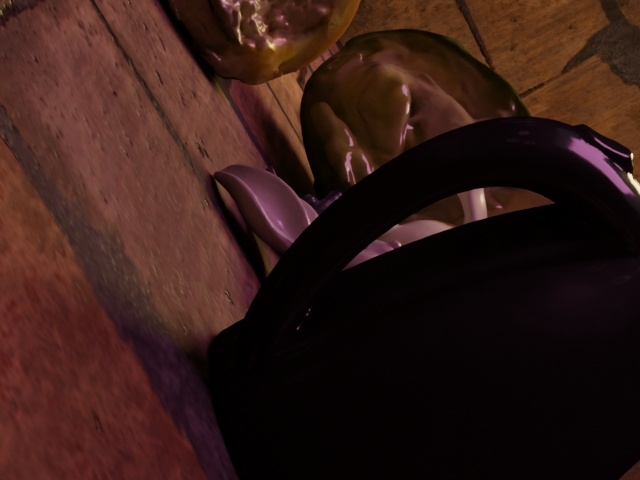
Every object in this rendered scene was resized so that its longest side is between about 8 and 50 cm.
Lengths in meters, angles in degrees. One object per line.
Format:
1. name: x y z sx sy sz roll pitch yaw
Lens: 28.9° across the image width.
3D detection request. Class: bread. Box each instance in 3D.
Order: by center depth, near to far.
1. bread: -0.080 -0.336 1.264 0.315 0.211 0.270 61 7 -27

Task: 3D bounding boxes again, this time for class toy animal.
1. toy animal: 0.012 0.015 1.004 0.220 0.131 0.104 61 22 14

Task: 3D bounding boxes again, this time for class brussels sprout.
1. brussels sprout: 0.136 -0.063 1.405 0.371 0.276 0.314 60 -5 48

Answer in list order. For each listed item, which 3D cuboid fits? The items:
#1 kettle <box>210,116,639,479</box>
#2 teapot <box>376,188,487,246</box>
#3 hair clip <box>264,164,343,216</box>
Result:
1. kettle: 0.091 0.063 0.749 0.268 0.290 0.207 56 12 -31
2. teapot: 0.108 0.073 1.145 0.204 0.139 0.298 -37 117 -46
3. hair clip: -0.007 0.003 1.194 0.146 0.056 0.187 60 17 -19
